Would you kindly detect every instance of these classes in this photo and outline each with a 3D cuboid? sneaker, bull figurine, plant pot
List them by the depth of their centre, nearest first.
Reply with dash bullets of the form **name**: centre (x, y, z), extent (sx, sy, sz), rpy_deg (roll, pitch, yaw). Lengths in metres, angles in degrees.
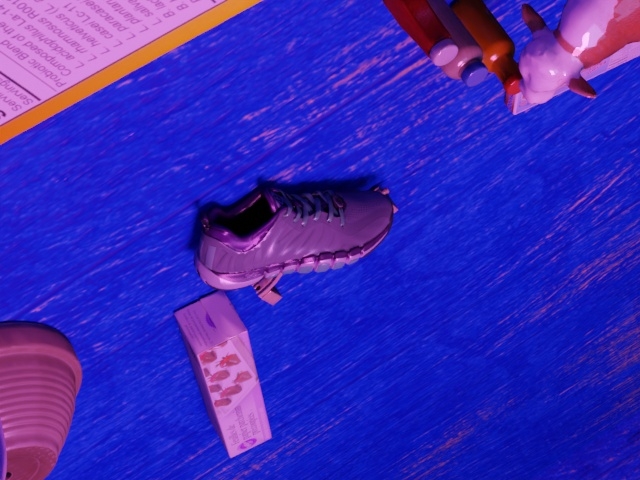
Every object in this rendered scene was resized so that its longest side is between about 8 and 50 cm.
- **bull figurine**: centre (0.276, -0.253, 1.095), extent (0.188, 0.101, 0.310), rpy_deg (-10, 126, -55)
- **plant pot**: centre (-0.342, 0.196, 1.279), extent (0.237, 0.110, 0.237), rpy_deg (-23, 151, -14)
- **sneaker**: centre (-0.020, -0.019, 1.285), extent (0.224, 0.083, 0.098), rpy_deg (-19, 145, -21)

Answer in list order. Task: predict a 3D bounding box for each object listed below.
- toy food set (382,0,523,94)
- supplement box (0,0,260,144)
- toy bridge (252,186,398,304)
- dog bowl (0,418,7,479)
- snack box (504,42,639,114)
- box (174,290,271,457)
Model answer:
- **toy food set**: centre (0.123, -0.213, 1.079), extent (0.111, 0.104, 0.232), rpy_deg (-26, 152, -11)
- **supplement box**: centre (-0.104, -0.231, 0.621), extent (0.356, 0.195, 0.194), rpy_deg (-25, 148, 19)
- **toy bridge**: centre (0.000, 0.000, 1.391), extent (0.188, 0.026, 0.063), rpy_deg (-38, 151, 11)
- **dog bowl**: centre (-0.357, 0.111, 0.954), extent (0.104, 0.265, 0.265), rpy_deg (-31, 153, 4)
- **snack box**: centre (0.281, -0.195, 1.360), extent (0.178, 0.022, 0.064), rpy_deg (-26, 153, -11)
- **box**: centre (-0.112, 0.166, 1.510), extent (0.063, 0.067, 0.324), rpy_deg (-26, 151, -11)
